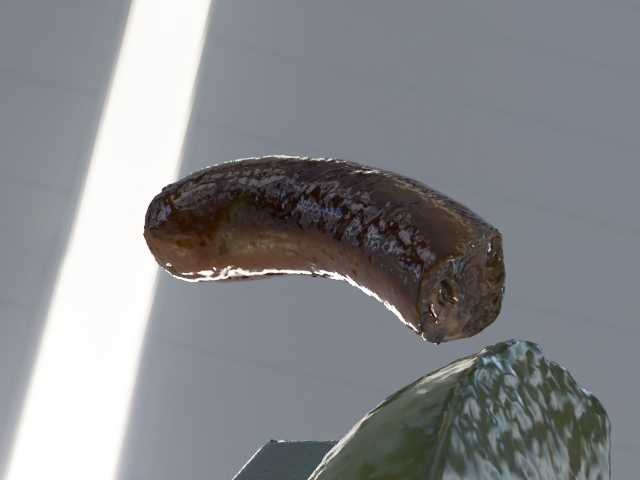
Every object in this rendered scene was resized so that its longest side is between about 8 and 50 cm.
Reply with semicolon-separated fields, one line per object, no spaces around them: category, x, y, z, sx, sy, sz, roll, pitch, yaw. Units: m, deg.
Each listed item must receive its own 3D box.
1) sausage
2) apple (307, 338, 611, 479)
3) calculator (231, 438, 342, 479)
sausage;0.003;-0.003;1.045;0.103;0.076;0.302;-45;-147;-24
apple;0.089;0.198;0.576;0.295;0.233;0.258;20;-148;-19
calculator;-0.011;0.205;1.337;0.141;0.045;0.246;-4;-169;16
